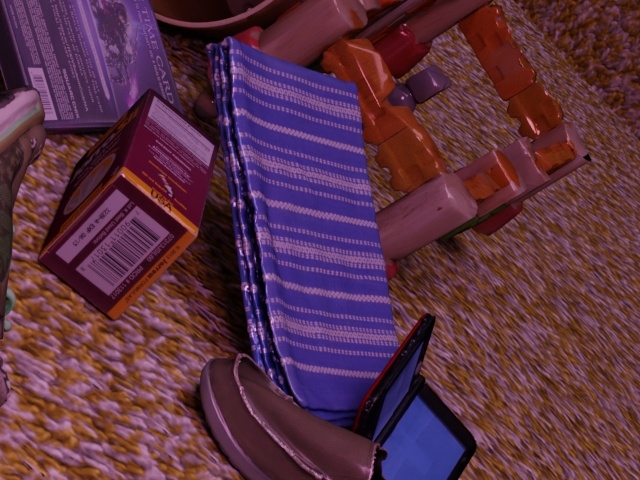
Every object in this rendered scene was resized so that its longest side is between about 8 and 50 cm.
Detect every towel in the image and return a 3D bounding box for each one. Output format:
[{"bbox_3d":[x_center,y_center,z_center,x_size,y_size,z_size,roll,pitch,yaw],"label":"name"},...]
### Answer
[{"bbox_3d":[0.000,0.000,1.705,0.243,0.040,0.336,12,66,-59],"label":"towel"}]

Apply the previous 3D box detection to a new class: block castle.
[{"bbox_3d":[0.076,-0.124,2.066,0.303,0.213,0.453,60,27,3],"label":"block castle"}]

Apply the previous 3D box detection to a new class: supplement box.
[{"bbox_3d":[-0.150,-0.033,1.569,0.081,0.104,0.188,41,20,-15],"label":"supplement box"}]

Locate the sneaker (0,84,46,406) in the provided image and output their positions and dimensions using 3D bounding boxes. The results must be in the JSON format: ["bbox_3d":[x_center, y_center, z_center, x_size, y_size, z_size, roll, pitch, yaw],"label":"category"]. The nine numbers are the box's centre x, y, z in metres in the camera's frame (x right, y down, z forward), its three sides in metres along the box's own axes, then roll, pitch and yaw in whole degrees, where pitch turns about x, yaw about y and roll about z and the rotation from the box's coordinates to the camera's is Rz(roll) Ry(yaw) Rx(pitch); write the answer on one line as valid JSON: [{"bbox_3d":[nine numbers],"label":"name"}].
[{"bbox_3d":[-0.257,0.023,1.274,0.410,0.158,0.182,-73,149,-70],"label":"sneaker"}]

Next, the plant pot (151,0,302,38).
[{"bbox_3d":[-0.085,-0.312,2.116,0.237,0.237,0.254,52,5,16],"label":"plant pot"}]

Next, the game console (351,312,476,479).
[{"bbox_3d":[0.086,0.155,1.655,0.085,0.124,0.144,25,40,12],"label":"game console"}]

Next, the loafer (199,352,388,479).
[{"bbox_3d":[0.011,0.174,1.518,0.251,0.087,0.094,45,20,-3],"label":"loafer"}]

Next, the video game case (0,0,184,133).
[{"bbox_3d":[-0.216,-0.192,1.751,0.274,0.026,0.196,-10,82,-68],"label":"video game case"}]
